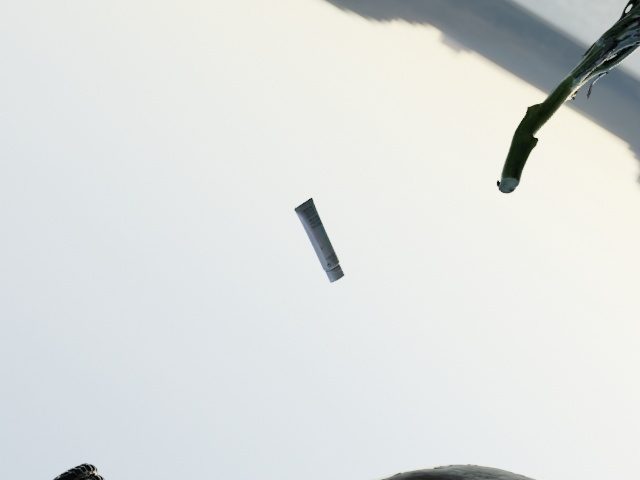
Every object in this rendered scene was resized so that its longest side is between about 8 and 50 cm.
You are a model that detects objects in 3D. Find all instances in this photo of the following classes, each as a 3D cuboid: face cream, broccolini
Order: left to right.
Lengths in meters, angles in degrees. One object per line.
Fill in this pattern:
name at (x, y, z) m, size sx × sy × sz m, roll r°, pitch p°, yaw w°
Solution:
face cream at (0.000, 0.000, 1.974) m, size 0.020 × 0.115 × 0.038 m, roll -11°, pitch -162°, yaw 49°
broccolini at (0.255, -0.135, 1.314) m, size 0.062 × 0.271 × 0.123 m, roll 47°, pitch 162°, yaw -15°

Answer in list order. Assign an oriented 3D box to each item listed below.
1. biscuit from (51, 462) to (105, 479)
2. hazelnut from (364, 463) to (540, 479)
biscuit at (-0.173, 0.176, 0.941) m, size 0.027 × 0.089 × 0.087 m, roll 46°, pitch 168°, yaw 11°
hazelnut at (0.137, 0.421, 1.567) m, size 0.409 × 0.359 × 0.359 m, roll -18°, pitch -146°, yaw -21°
